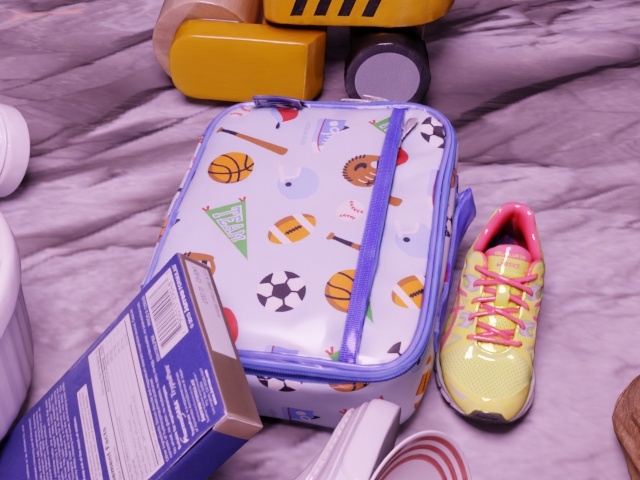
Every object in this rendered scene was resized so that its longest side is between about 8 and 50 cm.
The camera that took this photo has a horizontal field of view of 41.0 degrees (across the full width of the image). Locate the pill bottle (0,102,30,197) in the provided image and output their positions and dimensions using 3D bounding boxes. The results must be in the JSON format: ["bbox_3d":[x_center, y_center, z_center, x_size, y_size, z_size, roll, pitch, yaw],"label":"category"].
[{"bbox_3d":[-0.373,-0.091,0.747,0.121,0.121,0.216,38,19,32],"label":"pill bottle"}]

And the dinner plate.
[{"bbox_3d":[0.052,0.186,0.524,0.017,0.141,0.141,4,38,40],"label":"dinner plate"}]

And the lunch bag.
[{"bbox_3d":[0.000,0.000,0.705,0.243,0.115,0.303,4,51,13],"label":"lunch bag"}]

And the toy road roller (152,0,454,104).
[{"bbox_3d":[-0.016,-0.293,0.933,0.329,0.241,0.203,2,44,1],"label":"toy road roller"}]

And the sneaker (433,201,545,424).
[{"bbox_3d":[0.140,0.050,0.689,0.081,0.094,0.208,9,45,7],"label":"sneaker"}]

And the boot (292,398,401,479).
[{"bbox_3d":[-0.047,0.191,0.532,0.123,0.095,0.258,19,52,18],"label":"boot"}]

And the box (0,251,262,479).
[{"bbox_3d":[-0.138,0.130,0.563,0.225,0.036,0.136,-44,45,19],"label":"box"}]

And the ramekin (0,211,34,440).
[{"bbox_3d":[-0.334,0.082,0.609,0.272,0.127,0.273,-3,43,3],"label":"ramekin"}]

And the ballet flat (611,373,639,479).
[{"bbox_3d":[0.267,0.199,0.516,0.116,0.124,0.342,1,44,0],"label":"ballet flat"}]
